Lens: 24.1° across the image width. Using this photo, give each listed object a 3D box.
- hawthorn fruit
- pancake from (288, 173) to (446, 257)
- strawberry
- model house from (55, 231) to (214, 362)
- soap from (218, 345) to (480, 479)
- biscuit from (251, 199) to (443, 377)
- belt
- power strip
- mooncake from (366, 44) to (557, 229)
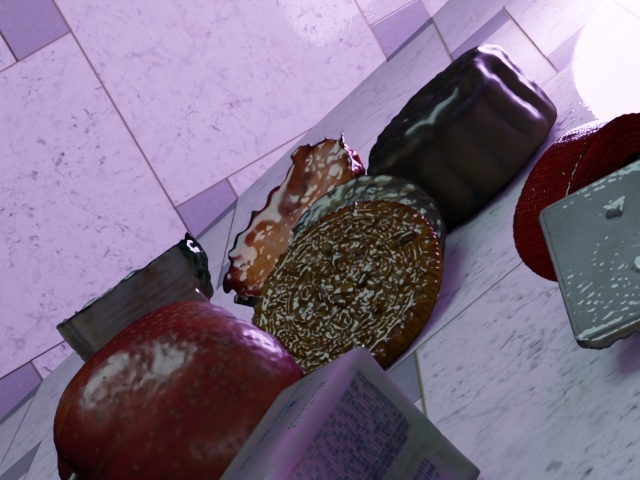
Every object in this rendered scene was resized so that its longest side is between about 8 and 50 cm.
[{"bbox_3d":[-0.180,0.233,1.729,0.369,0.285,0.284,-23,3,-26],"label":"hawthorn fruit"},{"bbox_3d":[0.049,0.035,2.057,0.288,0.033,0.286,22,75,46],"label":"pancake"},{"bbox_3d":[-0.014,0.012,2.256,0.253,0.150,0.280,-28,44,23],"label":"strawberry"},{"bbox_3d":[-0.223,0.168,2.212,0.243,0.284,0.298,-31,3,-8],"label":"model house"},{"bbox_3d":[0.016,0.238,1.395,0.138,0.182,0.199,-31,16,46],"label":"soap"},{"bbox_3d":[0.029,0.069,1.987,0.305,0.038,0.305,-24,44,25],"label":"biscuit"},{"bbox_3d":[0.292,-0.045,1.612,0.201,0.128,0.124,-55,17,-24],"label":"belt"},{"bbox_3d":[0.323,0.010,1.434,0.198,0.064,0.213,-25,39,14],"label":"power strip"},{"bbox_3d":[0.198,-0.150,2.216,0.290,0.161,0.290,-42,10,9],"label":"mooncake"}]
